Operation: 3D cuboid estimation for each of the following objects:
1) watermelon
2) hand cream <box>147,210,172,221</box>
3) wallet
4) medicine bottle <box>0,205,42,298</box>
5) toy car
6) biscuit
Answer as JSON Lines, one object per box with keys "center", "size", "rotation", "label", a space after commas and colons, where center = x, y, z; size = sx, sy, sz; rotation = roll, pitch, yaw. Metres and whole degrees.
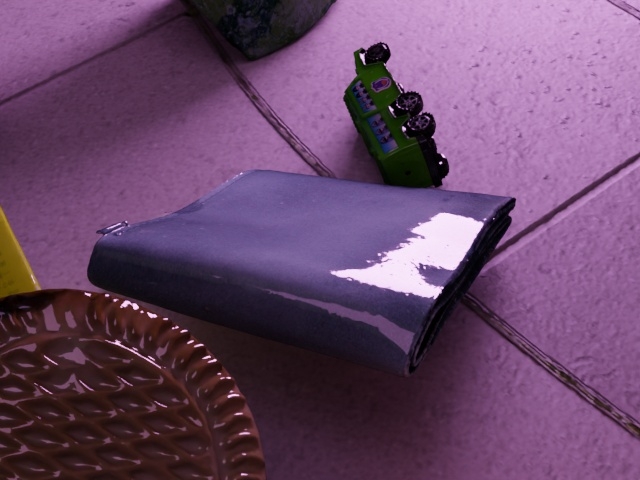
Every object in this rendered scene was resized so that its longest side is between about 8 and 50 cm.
{"center": [-0.084, -0.331, 1.134], "size": [0.260, 0.256, 0.176], "rotation": [-26, 5, -7], "label": "watermelon"}
{"center": [-0.052, 0.035, 0.851], "size": [0.276, 0.059, 0.095], "rotation": [16, 47, 26], "label": "hand cream"}
{"center": [0.000, -0.001, 0.800], "size": [0.251, 0.054, 0.290], "rotation": [12, 25, 18], "label": "wallet"}
{"center": [-0.253, 0.096, 0.756], "size": [0.141, 0.137, 0.250], "rotation": [-22, 48, -20], "label": "medicine bottle"}
{"center": [0.064, -0.115, 0.966], "size": [0.063, 0.071, 0.165], "rotation": [-25, 48, 1], "label": "toy car"}
{"center": [-0.151, 0.154, 0.583], "size": [0.259, 0.079, 0.259], "rotation": [7, 65, -15], "label": "biscuit"}
